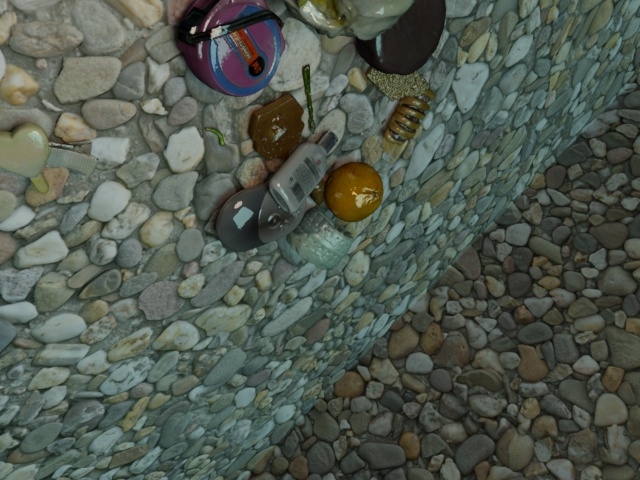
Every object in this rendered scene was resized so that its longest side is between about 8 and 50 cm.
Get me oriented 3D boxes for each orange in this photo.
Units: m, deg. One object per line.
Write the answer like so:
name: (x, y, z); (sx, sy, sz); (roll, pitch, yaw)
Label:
orange: (0.121, -0.170, 1.794); (0.220, 0.193, 0.219); (-14, 125, -21)

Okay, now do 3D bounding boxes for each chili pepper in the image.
chili pepper: (-0.280, -0.282, 1.365); (0.030, 0.017, 0.083); (-41, 148, -5)

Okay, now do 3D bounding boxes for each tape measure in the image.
tape measure: (-0.196, -0.460, 1.156); (0.245, 0.149, 0.231); (-48, 145, -10)

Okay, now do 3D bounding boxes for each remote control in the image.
remote control: (-0.182, -0.082, 1.616); (0.332, 0.103, 0.221); (-21, 131, -31)

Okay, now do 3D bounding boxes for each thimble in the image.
thimble: (0.000, 0.000, 1.818); (0.172, 0.205, 0.250); (-50, 153, 8)

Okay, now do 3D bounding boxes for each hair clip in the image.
hair clip: (-0.599, -0.176, 1.084); (0.219, 0.071, 0.159); (3, 126, -45)

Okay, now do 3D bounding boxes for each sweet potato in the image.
sweet potato: (-0.015, -0.200, 1.725); (0.205, 0.060, 0.068); (85, 19, -51)

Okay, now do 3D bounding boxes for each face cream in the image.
face cream: (-0.044, -0.229, 1.577); (0.291, 0.071, 0.144); (-54, 135, -21)

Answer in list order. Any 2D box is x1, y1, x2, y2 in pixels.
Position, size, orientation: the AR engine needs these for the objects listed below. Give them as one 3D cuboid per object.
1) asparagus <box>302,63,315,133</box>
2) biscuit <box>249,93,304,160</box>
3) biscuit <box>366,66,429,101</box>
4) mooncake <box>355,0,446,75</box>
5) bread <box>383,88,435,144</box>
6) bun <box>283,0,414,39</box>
asparagus: (-0.032, -0.413, 1.499); (0.232, 0.022, 0.023); (83, 14, -49)
biscuit: (-0.124, -0.318, 1.487); (0.182, 0.034, 0.215); (-33, 148, -17)
biscuit: (0.254, -0.523, 1.651); (0.237, 0.026, 0.131); (29, 105, -42)
mooncake: (0.219, -0.622, 1.443); (0.283, 0.141, 0.282); (-22, 132, -27)
bread: (0.320, -0.445, 1.805); (0.134, 0.081, 0.225); (-2, 124, -49)
bun: (0.047, -0.580, 1.105); (0.362, 0.362, 0.211); (29, 67, -57)
